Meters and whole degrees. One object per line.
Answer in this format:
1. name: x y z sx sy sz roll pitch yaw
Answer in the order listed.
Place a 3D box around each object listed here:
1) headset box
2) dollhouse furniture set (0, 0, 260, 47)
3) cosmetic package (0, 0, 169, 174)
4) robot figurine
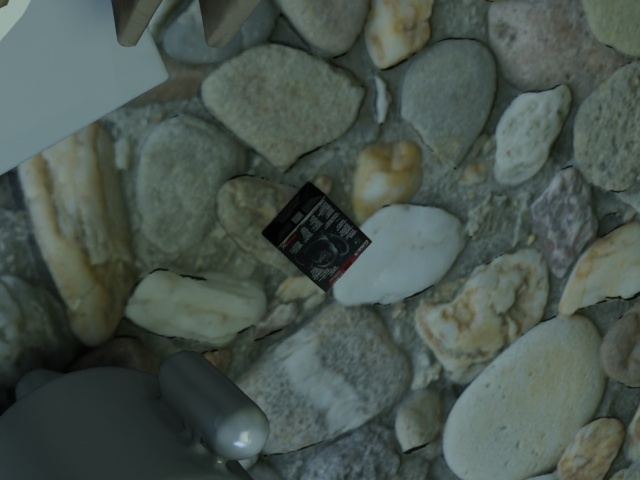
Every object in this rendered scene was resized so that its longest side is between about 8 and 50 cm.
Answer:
1. headset box: 0.000 0.000 1.150 0.062 0.032 0.083 -48 130 -1
2. dollhouse furniture set: -0.172 -0.304 0.682 0.362 0.257 0.394 -2 160 -26
3. cosmetic package: -0.234 -0.114 0.912 0.231 0.085 0.117 -32 126 -17
4. robot figurine: -0.136 0.226 0.974 0.199 0.353 0.300 16 105 -37
